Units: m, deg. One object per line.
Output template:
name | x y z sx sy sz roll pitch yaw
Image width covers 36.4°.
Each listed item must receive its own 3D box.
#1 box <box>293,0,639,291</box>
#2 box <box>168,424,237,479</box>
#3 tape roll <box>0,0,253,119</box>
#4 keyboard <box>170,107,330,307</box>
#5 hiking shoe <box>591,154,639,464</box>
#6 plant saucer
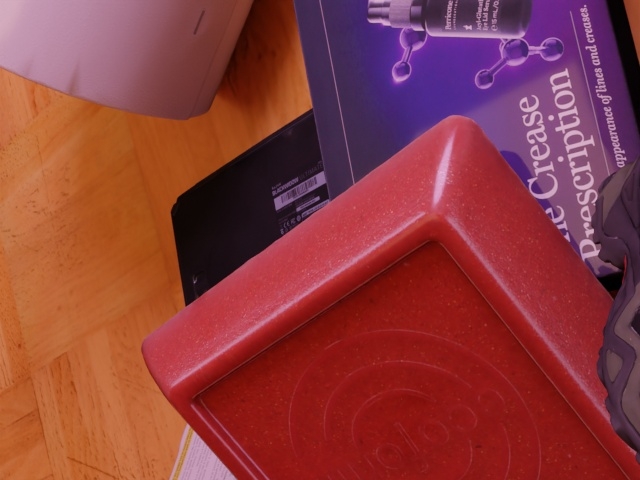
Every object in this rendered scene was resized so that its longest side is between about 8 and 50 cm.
box | 0.095 -0.088 0.589 0.184 0.103 0.261 -16 78 26
box | -0.012 0.151 0.701 0.244 0.060 0.101 -25 35 38
tape roll | -0.169 -0.222 0.760 0.246 0.246 0.169 40 114 35
keyboard | 0.000 0.000 0.746 0.317 0.033 0.202 -27 65 39
hiking shoe | 0.170 0.014 0.378 0.114 0.086 0.227 -56 19 37
plant saucer | 0.053 0.106 0.542 0.258 0.048 0.259 -35 99 28
